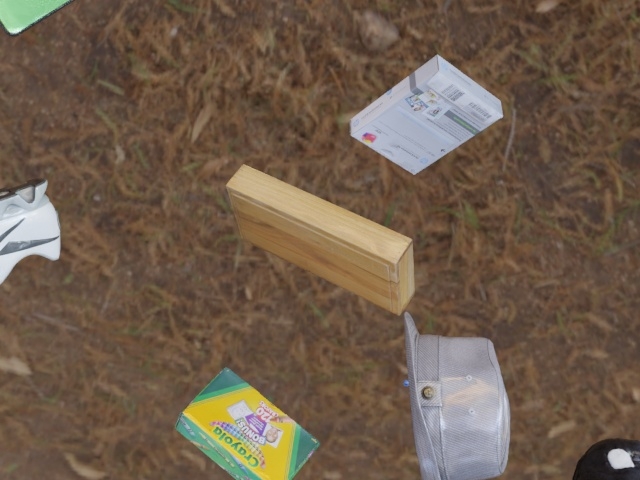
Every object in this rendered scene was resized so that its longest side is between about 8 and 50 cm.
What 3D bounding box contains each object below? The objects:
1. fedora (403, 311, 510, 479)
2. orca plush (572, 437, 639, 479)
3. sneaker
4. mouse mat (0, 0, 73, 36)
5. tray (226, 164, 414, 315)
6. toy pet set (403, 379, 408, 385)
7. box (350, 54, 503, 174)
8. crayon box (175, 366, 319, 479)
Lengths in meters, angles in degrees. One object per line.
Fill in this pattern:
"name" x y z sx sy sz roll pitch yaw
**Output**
"fedora" 0.198 0.227 1.282 0.124 0.275 0.244 -9 140 12
"orca plush" 0.215 0.294 0.786 0.102 0.287 0.151 19 161 2
"sneaker" -0.532 0.030 1.314 0.330 0.122 0.146 -19 109 -18
"mouse mat" -0.317 -0.340 1.038 0.007 0.189 0.153 14 138 46
"tray" 0.000 0.000 1.932 0.411 0.076 0.203 26 152 23
"toy pet set" 0.266 0.370 2.217 0.114 0.065 0.122 36 135 -3
"box" 0.161 -0.187 1.404 0.145 0.038 0.186 27 136 -32
"crayon box" -0.163 0.435 2.044 0.278 0.165 0.081 37 138 9
